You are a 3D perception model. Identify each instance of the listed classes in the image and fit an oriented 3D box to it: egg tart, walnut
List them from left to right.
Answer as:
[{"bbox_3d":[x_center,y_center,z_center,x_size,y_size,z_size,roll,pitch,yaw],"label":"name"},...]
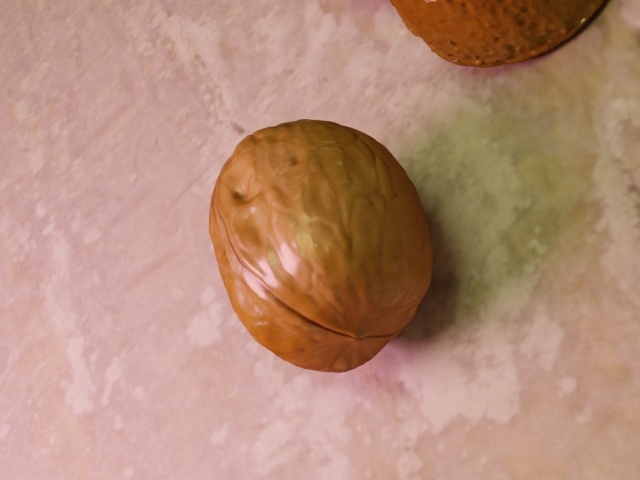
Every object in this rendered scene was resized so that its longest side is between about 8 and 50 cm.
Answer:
[{"bbox_3d":[0.000,0.000,1.106,0.165,0.165,0.197,-43,37,16],"label":"walnut"},{"bbox_3d":[0.117,-0.247,1.122,0.202,0.147,0.203,-11,67,28],"label":"egg tart"}]
